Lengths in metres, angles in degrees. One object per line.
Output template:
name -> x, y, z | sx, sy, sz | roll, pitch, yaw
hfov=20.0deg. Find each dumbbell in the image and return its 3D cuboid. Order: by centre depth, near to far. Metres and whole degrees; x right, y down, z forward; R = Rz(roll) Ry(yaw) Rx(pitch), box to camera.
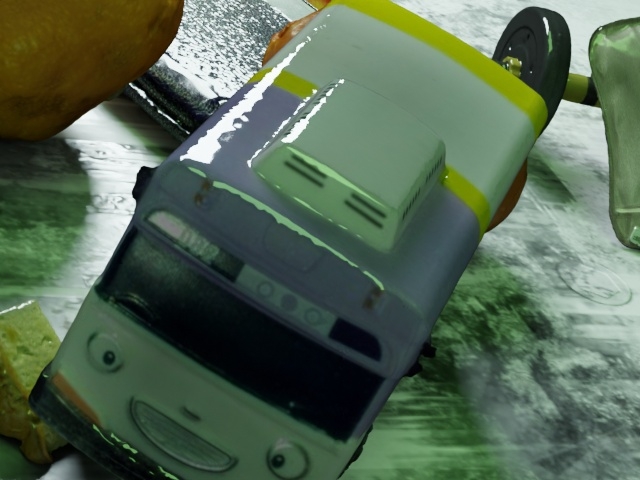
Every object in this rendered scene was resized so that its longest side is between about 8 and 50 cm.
dumbbell -> 0.273, -0.152, 1.847 | 0.326, 0.143, 0.143 | 11, 31, -19

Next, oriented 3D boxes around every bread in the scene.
bread -> -0.211, 0.101, 1.227 | 0.084, 0.080, 0.109 | -31, 94, -55

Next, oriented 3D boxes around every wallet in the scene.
wallet -> -0.083, -0.170, 1.699 | 0.262, 0.071, 0.221 | -20, 45, -39

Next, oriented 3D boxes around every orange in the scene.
orange -> -0.239, -0.208, 1.478 | 0.261, 0.261, 0.261 | 17, 29, -10

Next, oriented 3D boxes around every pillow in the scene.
pillow -> 0.325, -0.105, 1.765 | 0.131, 0.232, 0.038 | -8, -3, -22

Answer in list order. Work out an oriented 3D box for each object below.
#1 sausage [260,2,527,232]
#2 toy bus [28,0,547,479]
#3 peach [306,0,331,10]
sausage -> 0.067, -0.098, 1.569 | 0.268, 0.153, 0.141 | 35, 59, -25
toy bus -> 0.000, 0.000, 1.271 | 0.209, 0.249, 0.440 | 33, 29, 3
peach -> -0.013, -0.270, 1.933 | 0.189, 0.068, 0.279 | 15, 30, -16
